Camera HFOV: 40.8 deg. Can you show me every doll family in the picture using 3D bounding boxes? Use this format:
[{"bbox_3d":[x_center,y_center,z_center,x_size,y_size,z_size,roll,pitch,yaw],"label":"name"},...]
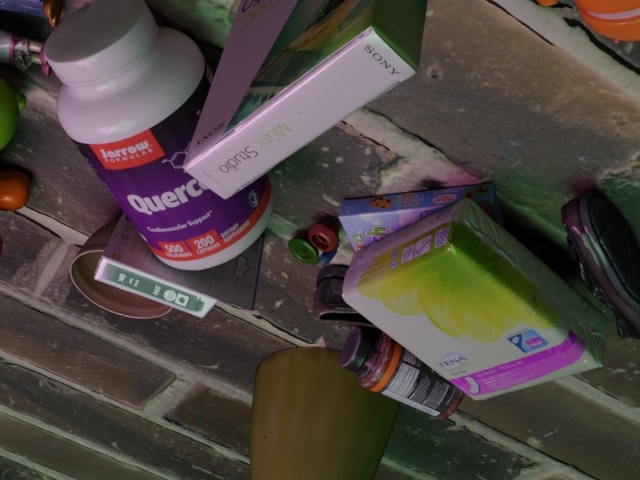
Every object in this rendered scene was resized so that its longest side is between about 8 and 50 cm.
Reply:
[{"bbox_3d":[-0.377,-0.296,0.963,0.163,0.119,0.263,14,159,-10],"label":"doll family"}]

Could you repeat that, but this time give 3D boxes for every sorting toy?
[{"bbox_3d":[0.000,0.000,1.247,0.061,0.042,0.102,45,146,-12],"label":"sorting toy"}]

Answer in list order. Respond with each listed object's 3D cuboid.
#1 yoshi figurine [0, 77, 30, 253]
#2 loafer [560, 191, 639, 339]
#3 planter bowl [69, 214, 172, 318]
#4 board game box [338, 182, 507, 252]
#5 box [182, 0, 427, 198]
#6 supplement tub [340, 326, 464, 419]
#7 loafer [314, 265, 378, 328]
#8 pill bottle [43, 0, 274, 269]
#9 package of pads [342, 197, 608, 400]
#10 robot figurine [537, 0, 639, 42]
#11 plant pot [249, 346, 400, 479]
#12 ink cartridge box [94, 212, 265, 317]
[{"bbox_3d":[-0.450,-0.104,1.100,0.204,0.203,0.362,53,161,20],"label":"yoshi figurine"},{"bbox_3d":[0.384,0.053,1.144,0.095,0.109,0.302,-17,135,38],"label":"loafer"},{"bbox_3d":[-0.282,0.027,1.298,0.162,0.109,0.162,8,141,6],"label":"planter bowl"},{"bbox_3d":[0.150,-0.002,1.194,0.211,0.039,0.160,-5,138,23],"label":"board game box"},{"bbox_3d":[0.000,-0.212,0.765,0.058,0.322,0.232,34,136,-28],"label":"box"},{"bbox_3d":[0.133,0.210,1.400,0.197,0.106,0.106,25,139,-13],"label":"supplement tub"},{"bbox_3d":[0.117,0.118,1.310,0.267,0.084,0.096,15,141,-1],"label":"loafer"},{"bbox_3d":[-0.191,-0.125,1.034,0.181,0.182,0.323,-6,137,22],"label":"pill bottle"},{"bbox_3d":[0.202,0.090,1.160,0.296,0.101,0.229,38,141,-21],"label":"package of pads"},{"bbox_3d":[0.273,-0.271,0.770,0.158,0.128,0.219,-40,126,-1],"label":"robot figurine"},{"bbox_3d":[-0.013,0.384,1.500,0.274,0.294,0.275,8,140,7],"label":"plant pot"},{"bbox_3d":[-0.186,0.023,1.193,0.208,0.206,0.045,21,117,-9],"label":"ink cartridge box"}]
